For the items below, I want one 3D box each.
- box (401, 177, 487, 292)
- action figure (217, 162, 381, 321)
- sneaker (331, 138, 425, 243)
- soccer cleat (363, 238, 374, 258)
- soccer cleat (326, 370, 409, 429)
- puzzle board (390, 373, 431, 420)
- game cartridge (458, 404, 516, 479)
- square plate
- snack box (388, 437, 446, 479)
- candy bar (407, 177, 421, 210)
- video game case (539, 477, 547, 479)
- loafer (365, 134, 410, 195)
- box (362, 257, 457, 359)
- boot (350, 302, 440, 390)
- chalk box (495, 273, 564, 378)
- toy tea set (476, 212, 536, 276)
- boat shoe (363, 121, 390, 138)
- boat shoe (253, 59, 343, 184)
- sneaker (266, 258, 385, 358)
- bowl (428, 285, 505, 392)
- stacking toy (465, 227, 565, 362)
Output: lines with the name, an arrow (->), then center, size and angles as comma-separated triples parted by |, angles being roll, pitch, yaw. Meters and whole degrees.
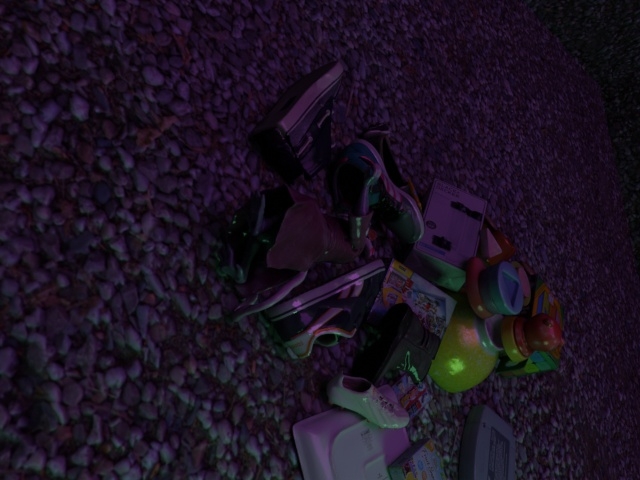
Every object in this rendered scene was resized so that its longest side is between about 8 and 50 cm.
box -> 0.334, -0.020, 1.796 | 0.169, 0.087, 0.290 | 25, 48, 1
action figure -> 0.000, 0.000, 1.327 | 0.370, 0.248, 0.276 | 3, 72, -46
sneaker -> 0.130, -0.095, 1.610 | 0.296, 0.123, 0.178 | 53, 36, -3
soccer cleat -> 0.111, 0.005, 1.631 | 0.035, 0.029, 0.083 | 25, 53, -31
soccer cleat -> 0.105, 0.331, 1.385 | 0.196, 0.076, 0.068 | 25, 27, -13
puzzle board -> 0.220, 0.365, 1.612 | 0.128, 0.011, 0.096 | -25, 94, -52
game cartridge -> 0.431, 0.587, 1.730 | 0.196, 0.060, 0.294 | 46, 44, -32
square plate -> 0.107, 0.502, 1.389 | 0.347, 0.049, 0.344 | -7, 80, -51
snack box -> 0.210, 0.500, 1.441 | 0.141, 0.037, 0.100 | -18, 89, -52
candy bar -> 0.251, -0.118, 1.806 | 0.161, 0.018, 0.040 | -97, 173, -58
video game case -> 0.644, 0.815, 1.904 | 0.183, 0.023, 0.201 | -32, 100, -51
loafer -> 0.184, -0.145, 1.734 | 0.268, 0.084, 0.096 | 59, 38, -13
box -> 0.209, 0.164, 1.597 | 0.233, 0.044, 0.159 | 33, 73, -28
boot -> 0.180, 0.276, 1.503 | 0.161, 0.083, 0.246 | 48, 63, -25
chalk box -> 0.573, 0.272, 1.936 | 0.179, 0.180, 0.289 | 48, 45, -25
toy tea set -> 0.562, 0.071, 2.095 | 0.336, 0.124, 0.200 | 46, 15, -22
boat shoe -> 0.147, -0.296, 1.789 | 0.125, 0.046, 0.038 | -17, 87, -54
boat shoe -> -0.019, -0.269, 1.539 | 0.158, 0.127, 0.340 | 57, 48, -25
sneaker -> 0.032, 0.141, 1.402 | 0.321, 0.126, 0.128 | -23, 88, -41
bowl -> 0.391, 0.241, 1.753 | 0.289, 0.156, 0.290 | 24, 56, -42
stacking toy -> 0.507, 0.123, 1.708 | 0.309, 0.130, 0.280 | 46, 44, -29
